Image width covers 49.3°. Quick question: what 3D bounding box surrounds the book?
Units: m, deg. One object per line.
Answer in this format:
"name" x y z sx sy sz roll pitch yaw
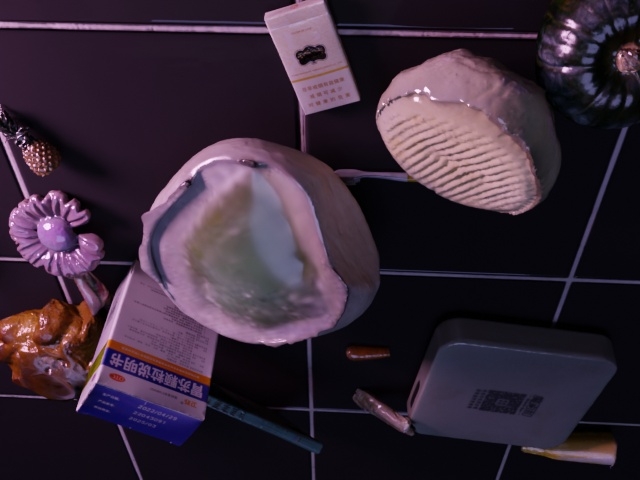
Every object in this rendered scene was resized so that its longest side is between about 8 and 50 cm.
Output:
"book" -0.201 0.353 1.521 0.379 0.031 0.264 31 169 -24

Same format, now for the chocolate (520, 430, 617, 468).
"chocolate" 0.593 0.492 1.678 0.219 0.086 0.086 3 135 7

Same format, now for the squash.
"squash" 0.381 -0.246 0.887 0.218 0.172 0.218 -6 137 -6

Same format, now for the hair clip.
"hair clip" -0.467 0.040 1.313 0.173 0.069 0.300 -6 134 11

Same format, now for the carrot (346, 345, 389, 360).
"carrot" 0.101 0.242 1.496 0.093 0.032 0.032 -1 135 -2

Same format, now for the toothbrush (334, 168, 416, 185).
"toothbrush" 0.166 -0.103 1.155 0.288 0.021 0.024 1 146 4

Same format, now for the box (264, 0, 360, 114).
"box" -0.009 -0.263 1.007 0.090 0.024 0.167 -12 132 16

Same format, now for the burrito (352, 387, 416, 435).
"burrito" 0.142 0.387 1.582 0.171 0.042 0.051 29 148 40

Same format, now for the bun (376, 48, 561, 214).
"bun" 0.218 -0.159 0.986 0.287 0.146 0.287 29 161 11

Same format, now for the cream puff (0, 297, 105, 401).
"cream puff" -0.536 0.236 1.454 0.241 0.155 0.269 -23 127 24

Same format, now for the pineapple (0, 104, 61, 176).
"pineapple" -0.479 -0.160 1.126 0.058 0.058 0.124 -23 128 25

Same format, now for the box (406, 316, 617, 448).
"box" 0.398 0.313 1.503 0.373 0.090 0.367 7 136 -3

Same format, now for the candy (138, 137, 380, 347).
"candy" -0.111 0.016 1.177 0.427 0.186 0.386 -27 115 34

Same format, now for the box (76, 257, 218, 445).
"box" -0.304 0.202 1.297 0.200 0.299 0.106 26 128 -20
